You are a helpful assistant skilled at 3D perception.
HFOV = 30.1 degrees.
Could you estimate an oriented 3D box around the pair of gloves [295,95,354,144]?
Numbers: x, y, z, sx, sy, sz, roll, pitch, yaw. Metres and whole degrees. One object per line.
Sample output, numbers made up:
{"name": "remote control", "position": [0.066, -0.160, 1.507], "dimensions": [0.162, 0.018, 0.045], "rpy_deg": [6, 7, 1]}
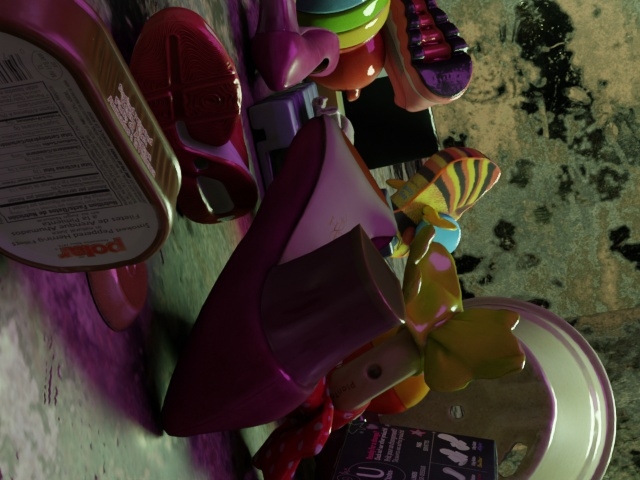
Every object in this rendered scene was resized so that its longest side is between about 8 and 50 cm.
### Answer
{"name": "pair of gloves", "position": [0.023, -0.044, 1.272], "dimensions": [0.240, 0.042, 0.204], "rpy_deg": [-74, 152, -70]}

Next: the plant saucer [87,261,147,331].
{"name": "plant saucer", "position": [-0.128, 0.016, 0.761], "dimensions": [0.083, 0.015, 0.083], "rpy_deg": [-11, 90, -80]}

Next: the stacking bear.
{"name": "stacking bear", "position": [0.014, -0.307, 1.514], "dimensions": [0.289, 0.164, 0.175], "rpy_deg": [74, 11, -52]}

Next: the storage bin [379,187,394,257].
{"name": "storage bin", "position": [0.048, -0.024, 1.567], "dimensions": [0.135, 0.091, 0.098], "rpy_deg": [-82, 159, -64]}

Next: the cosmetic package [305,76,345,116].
{"name": "cosmetic package", "position": [0.004, -0.225, 1.668], "dimensions": [0.060, 0.041, 0.115], "rpy_deg": [38, 43, -76]}

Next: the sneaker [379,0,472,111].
{"name": "sneaker", "position": [0.099, -0.321, 1.632], "dimensions": [0.136, 0.116, 0.313], "rpy_deg": [-28, -105, 62]}

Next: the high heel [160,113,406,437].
{"name": "high heel", "position": [-0.038, 0.011, 0.940], "dimensions": [0.127, 0.181, 0.377], "rpy_deg": [56, 11, -15]}

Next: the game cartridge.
{"name": "game cartridge", "position": [0.000, 0.000, 1.379], "dimensions": [0.230, 0.068, 0.354], "rpy_deg": [-50, 129, -72]}

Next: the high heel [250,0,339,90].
{"name": "high heel", "position": [-0.025, -0.200, 1.389], "dimensions": [0.244, 0.082, 0.117], "rpy_deg": [49, 39, -77]}

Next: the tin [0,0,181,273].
{"name": "tin", "position": [-0.133, -0.047, 0.546], "dimensions": [0.189, 0.106, 0.040], "rpy_deg": [66, 25, -51]}

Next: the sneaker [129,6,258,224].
{"name": "sneaker", "position": [-0.104, -0.120, 0.906], "dimensions": [0.221, 0.087, 0.128], "rpy_deg": [86, -8, -55]}

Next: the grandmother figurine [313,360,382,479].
{"name": "grandmother figurine", "position": [0.040, 0.226, 1.232], "dimensions": [0.207, 0.104, 0.342], "rpy_deg": [-80, 158, -49]}

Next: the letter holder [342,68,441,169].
{"name": "letter holder", "position": [0.079, -0.296, 1.861], "dimensions": [0.214, 0.152, 0.301], "rpy_deg": [-90, 166, -53]}

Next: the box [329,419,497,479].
{"name": "box", "position": [0.068, 0.304, 1.037], "dimensions": [0.163, 0.142, 0.247], "rpy_deg": [-56, 154, -77]}

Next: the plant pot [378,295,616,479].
{"name": "plant pot", "position": [0.195, 0.218, 1.491], "dimensions": [0.305, 0.334, 0.333], "rpy_deg": [33, 48, -72]}

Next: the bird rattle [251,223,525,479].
{"name": "bird rattle", "position": [0.052, 0.121, 1.021], "dimensions": [0.143, 0.253, 0.207], "rpy_deg": [50, 5, 14]}

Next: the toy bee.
{"name": "toy bee", "position": [0.134, -0.031, 1.812], "dimensions": [0.162, 0.195, 0.298], "rpy_deg": [32, 79, -29]}
